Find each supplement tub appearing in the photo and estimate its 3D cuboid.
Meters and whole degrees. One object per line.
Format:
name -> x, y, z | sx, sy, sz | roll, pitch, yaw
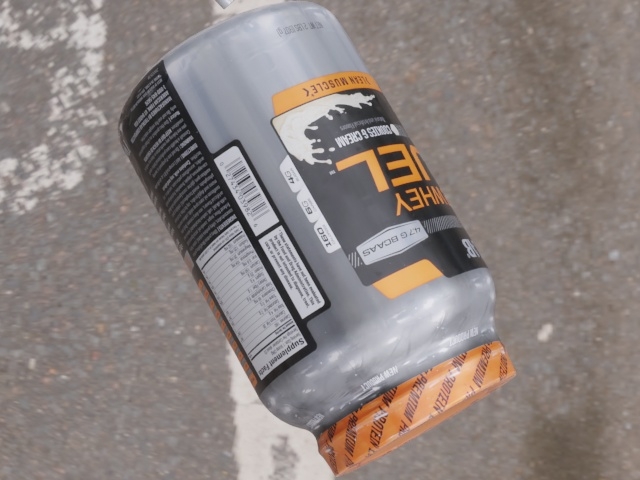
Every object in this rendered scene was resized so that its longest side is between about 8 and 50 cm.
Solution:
supplement tub -> 0.000, 0.000, 0.952 | 0.194, 0.193, 0.316 | -24, 78, -26

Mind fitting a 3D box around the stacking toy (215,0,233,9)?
stacking toy -> -0.098, -0.333, 1.231 | 0.167, 0.052, 0.221 | 45, 39, -10
